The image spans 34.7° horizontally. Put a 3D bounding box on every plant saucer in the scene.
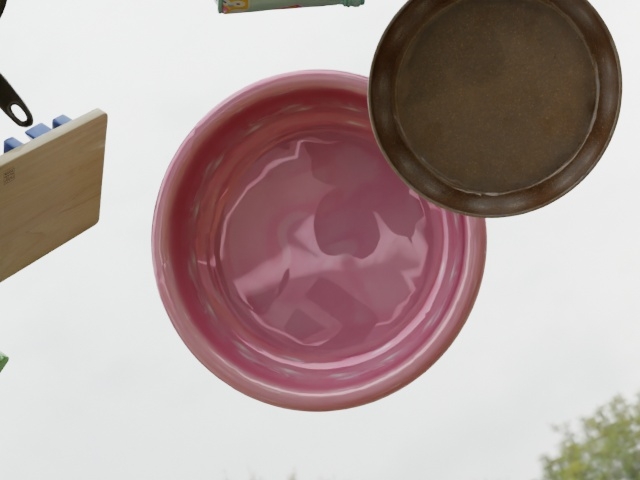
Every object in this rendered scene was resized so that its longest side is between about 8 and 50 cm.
[{"bbox_3d":[0.000,0.000,1.018,0.332,0.332,0.084,-27,-7,10],"label":"plant saucer"},{"bbox_3d":[0.117,-0.100,0.692,0.168,0.168,0.029,-32,-4,16],"label":"plant saucer"}]

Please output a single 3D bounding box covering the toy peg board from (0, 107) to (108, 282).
[{"bbox_3d":[-0.324,-0.064,1.132,0.161,0.079,0.160,-39,-28,-45],"label":"toy peg board"}]

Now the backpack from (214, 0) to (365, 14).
[{"bbox_3d":[-0.012,-0.196,0.463,0.144,0.165,0.188,-7,-20,-11],"label":"backpack"}]

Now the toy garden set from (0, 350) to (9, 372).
[{"bbox_3d":[-0.303,0.101,0.471,0.244,0.204,0.049,-57,-3,-6],"label":"toy garden set"}]

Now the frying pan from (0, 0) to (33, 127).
[{"bbox_3d":[-0.416,-0.266,1.202,0.197,0.053,0.326,-47,-32,13],"label":"frying pan"}]
